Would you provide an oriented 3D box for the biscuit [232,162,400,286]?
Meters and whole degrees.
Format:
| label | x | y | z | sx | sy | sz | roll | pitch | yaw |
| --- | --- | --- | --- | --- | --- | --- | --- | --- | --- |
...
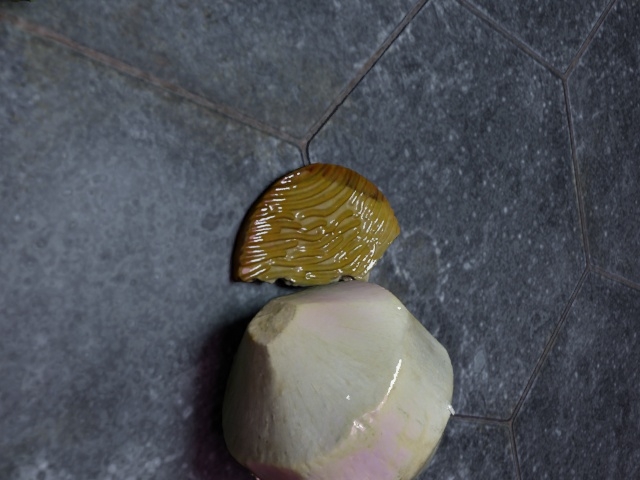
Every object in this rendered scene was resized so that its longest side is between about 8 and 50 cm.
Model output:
| label | x | y | z | sx | sy | sz | roll | pitch | yaw |
| --- | --- | --- | --- | --- | --- | --- | --- | --- | --- |
| biscuit | 0.001 | 0.000 | 0.760 | 0.228 | 0.031 | 0.176 | -41 | 115 | -32 |

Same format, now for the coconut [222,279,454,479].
| label | x | y | z | sx | sy | sz | roll | pitch | yaw |
| --- | --- | --- | --- | --- | --- | --- | --- | --- | --- |
| coconut | 0.015 | 0.150 | 0.672 | 0.237 | 0.197 | 0.236 | -8 | 102 | -39 |
